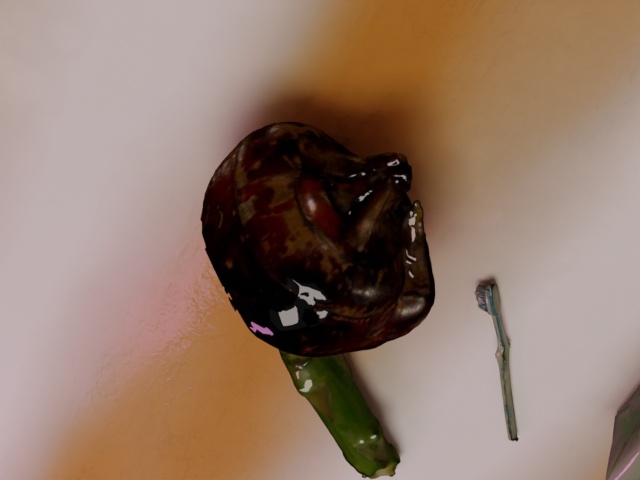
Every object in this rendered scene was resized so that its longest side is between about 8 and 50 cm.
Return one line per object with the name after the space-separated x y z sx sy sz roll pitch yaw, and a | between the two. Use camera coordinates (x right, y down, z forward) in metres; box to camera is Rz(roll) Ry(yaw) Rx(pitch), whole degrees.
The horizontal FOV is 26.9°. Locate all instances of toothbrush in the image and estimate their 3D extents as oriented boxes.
0.237 0.163 1.737 0.028 0.026 0.294 11 136 32 | toothbrush

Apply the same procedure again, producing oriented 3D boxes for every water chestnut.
0.000 0.000 1.515 0.244 0.289 0.289 -33 122 -2 | water chestnut

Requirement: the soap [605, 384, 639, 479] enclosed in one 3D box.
0.482 0.251 1.667 0.199 0.138 0.182 21 132 -3 | soap

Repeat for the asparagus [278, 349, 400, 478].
0.033 0.232 1.823 0.082 0.085 0.343 -24 122 4 | asparagus
